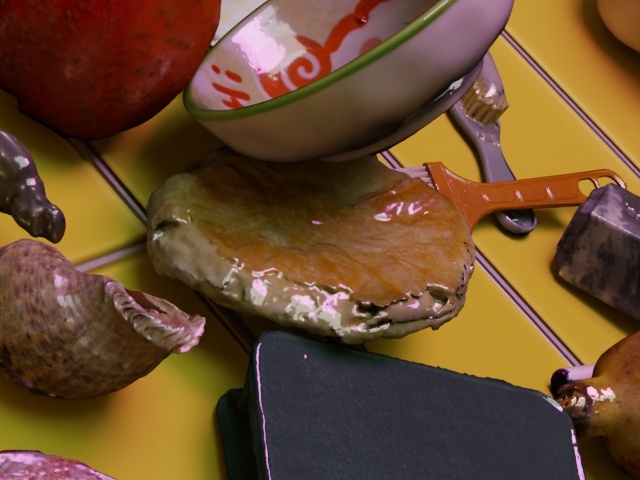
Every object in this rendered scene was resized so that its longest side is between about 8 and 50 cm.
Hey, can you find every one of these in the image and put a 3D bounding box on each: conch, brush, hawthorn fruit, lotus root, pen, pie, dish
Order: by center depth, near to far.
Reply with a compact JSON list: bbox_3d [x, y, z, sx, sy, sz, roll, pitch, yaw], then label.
[{"bbox_3d":[-0.175,0.056,1.436,0.155,0.207,0.130,-35,119,-57],"label":"conch"},{"bbox_3d":[0.000,0.000,1.626,0.306,0.071,0.306,9,35,-7],"label":"pie"},{"bbox_3d":[-0.182,-0.208,1.643,0.215,0.250,0.215,43,18,-18],"label":"hawthorn fruit"},{"bbox_3d":[0.047,-0.157,1.644,0.124,0.324,0.324,57,32,-22],"label":"dish"},{"bbox_3d":[0.348,0.157,1.725,0.314,0.141,0.169,3,51,-35],"label":"lotus root"},{"bbox_3d":[0.326,0.127,1.831,0.269,0.033,0.033,-4,52,-40],"label":"pen"},{"bbox_3d":[0.194,-0.046,1.888,0.314,0.017,0.090,-5,65,-33],"label":"brush"},{"bbox_3d":[0.180,-0.130,1.971,0.068,0.060,0.296,11,43,-32],"label":"brush"}]

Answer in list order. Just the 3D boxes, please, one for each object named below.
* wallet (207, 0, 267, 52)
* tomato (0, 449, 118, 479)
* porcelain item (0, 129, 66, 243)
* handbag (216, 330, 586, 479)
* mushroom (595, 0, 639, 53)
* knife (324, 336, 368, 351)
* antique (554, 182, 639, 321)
[{"bbox_3d":[-0.012,-0.267,1.850,0.223,0.077,0.309,36,67,6],"label":"wallet"},{"bbox_3d":[-0.194,0.246,1.268,0.225,0.085,0.225,19,38,-16],"label":"tomato"},{"bbox_3d":[-0.274,-0.062,1.503,0.069,0.081,0.216,-22,50,-38],"label":"porcelain item"},{"bbox_3d":[0.078,0.211,1.510,0.326,0.089,0.238,16,42,-25],"label":"handbag"},{"bbox_3d":[0.489,-0.310,2.193,0.325,0.353,0.353,35,26,-52],"label":"mushroom"},{"bbox_3d":[-0.016,-0.001,1.715,0.044,0.026,0.296,3,44,-27],"label":"knife"},{"bbox_3d":[0.333,0.024,1.878,0.183,0.086,0.088,28,31,7],"label":"antique"}]
